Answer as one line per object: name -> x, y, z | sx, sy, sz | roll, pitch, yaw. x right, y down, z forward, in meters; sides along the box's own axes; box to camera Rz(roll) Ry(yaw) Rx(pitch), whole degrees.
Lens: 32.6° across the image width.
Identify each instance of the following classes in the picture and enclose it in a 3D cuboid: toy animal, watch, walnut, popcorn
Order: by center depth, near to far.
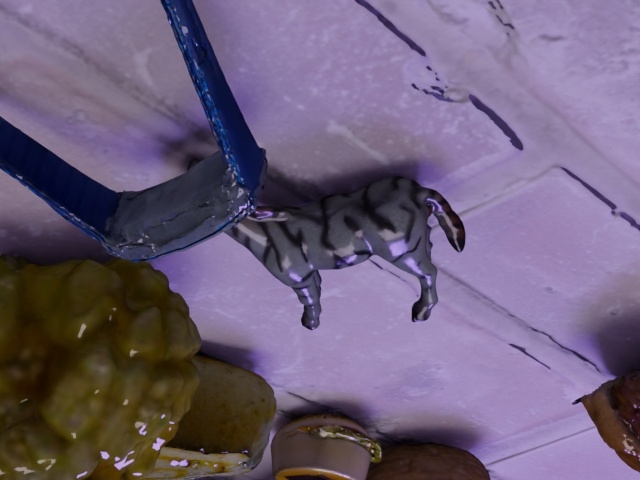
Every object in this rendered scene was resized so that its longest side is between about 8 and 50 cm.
watch -> -0.136, -0.115, 0.767 | 0.276, 0.068, 0.274 | -28, 124, 33
toy animal -> -0.004, 0.011, 0.968 | 0.255, 0.089, 0.170 | -1, 140, -7
popcorn -> -0.239, 0.135, 0.998 | 0.271, 0.257, 0.224 | -8, 174, 13
walnut -> 0.139, 0.332, 1.398 | 0.184, 0.155, 0.155 | 0, 146, 5

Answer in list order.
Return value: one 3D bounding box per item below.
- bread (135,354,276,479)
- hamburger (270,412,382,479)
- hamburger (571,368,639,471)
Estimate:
bread -> -0.177, 0.201, 1.207 | 0.257, 0.124, 0.186 | -2, 152, -3
hamburger -> 0.006, 0.258, 1.336 | 0.127, 0.081, 0.141 | 24, 150, -30
hamburger -> 0.416, 0.210, 1.224 | 0.155, 0.245, 0.282 | -30, -178, 27
